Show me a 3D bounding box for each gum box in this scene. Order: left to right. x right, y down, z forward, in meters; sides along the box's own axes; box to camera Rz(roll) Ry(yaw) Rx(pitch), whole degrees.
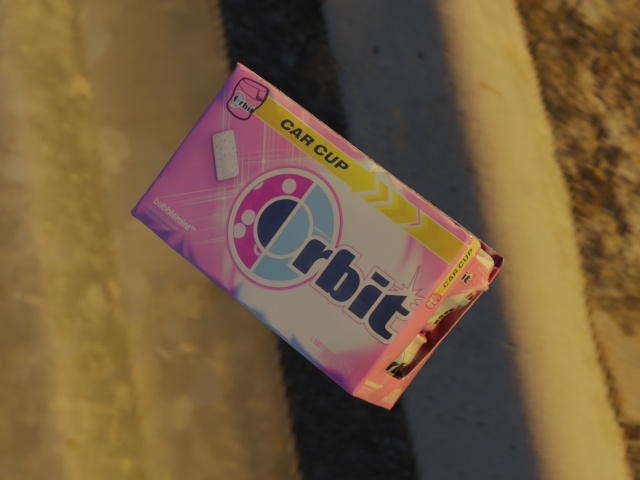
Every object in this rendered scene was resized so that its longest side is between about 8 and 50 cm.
[{"bbox_3d":[0.000,0.000,1.067,0.188,0.062,0.107,38,94,25],"label":"gum box"}]
